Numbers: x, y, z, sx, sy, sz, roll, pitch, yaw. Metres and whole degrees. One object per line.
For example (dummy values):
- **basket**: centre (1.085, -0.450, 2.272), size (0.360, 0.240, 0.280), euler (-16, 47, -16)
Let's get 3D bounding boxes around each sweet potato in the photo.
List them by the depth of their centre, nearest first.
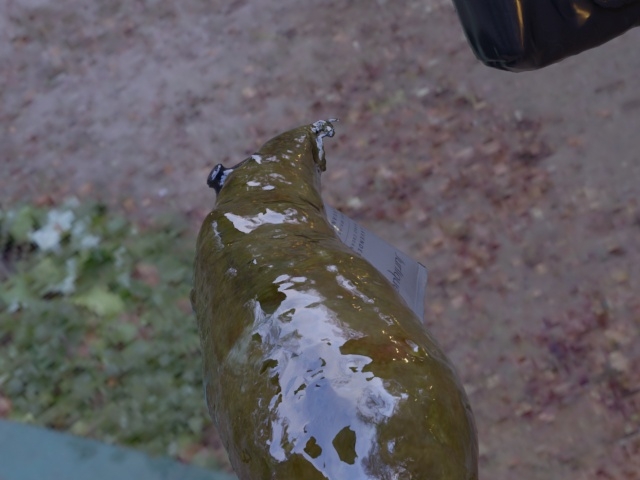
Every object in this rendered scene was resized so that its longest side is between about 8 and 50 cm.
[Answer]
- **sweet potato**: centre (-0.007, 0.046, 0.827), size (0.131, 0.130, 0.422), euler (-27, 31, 4)

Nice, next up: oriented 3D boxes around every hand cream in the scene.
- **hand cream**: centre (0.000, 0.000, 1.048), size (0.054, 0.186, 0.087), euler (-50, 17, 32)

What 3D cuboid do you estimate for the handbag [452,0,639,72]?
- **handbag**: centre (0.144, -0.237, 0.782), size (0.223, 0.246, 0.080), euler (-25, 14, -13)
